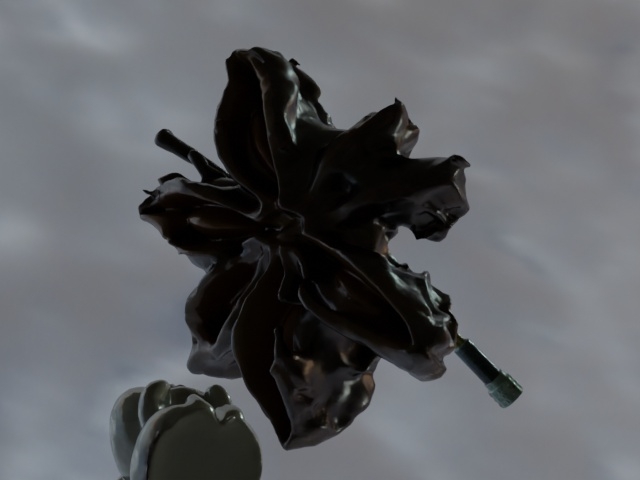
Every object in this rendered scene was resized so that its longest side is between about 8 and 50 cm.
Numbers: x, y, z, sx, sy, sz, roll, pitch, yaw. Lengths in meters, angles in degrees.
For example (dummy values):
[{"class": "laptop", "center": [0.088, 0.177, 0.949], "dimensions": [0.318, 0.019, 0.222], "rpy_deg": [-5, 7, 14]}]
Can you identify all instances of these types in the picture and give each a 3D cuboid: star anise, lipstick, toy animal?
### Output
[{"class": "star anise", "center": [0.000, 0.000, 0.619], "dimensions": [0.125, 0.190, 0.220], "rpy_deg": [2, -112, -42]}, {"class": "lipstick", "center": [0.194, 0.151, 1.338], "dimensions": [0.116, 0.037, 0.037], "rpy_deg": [46, -137, -1]}, {"class": "toy animal", "center": [-0.139, 0.225, 1.068], "dimensions": [0.127, 0.193, 0.179], "rpy_deg": [11, -104, -24]}]
